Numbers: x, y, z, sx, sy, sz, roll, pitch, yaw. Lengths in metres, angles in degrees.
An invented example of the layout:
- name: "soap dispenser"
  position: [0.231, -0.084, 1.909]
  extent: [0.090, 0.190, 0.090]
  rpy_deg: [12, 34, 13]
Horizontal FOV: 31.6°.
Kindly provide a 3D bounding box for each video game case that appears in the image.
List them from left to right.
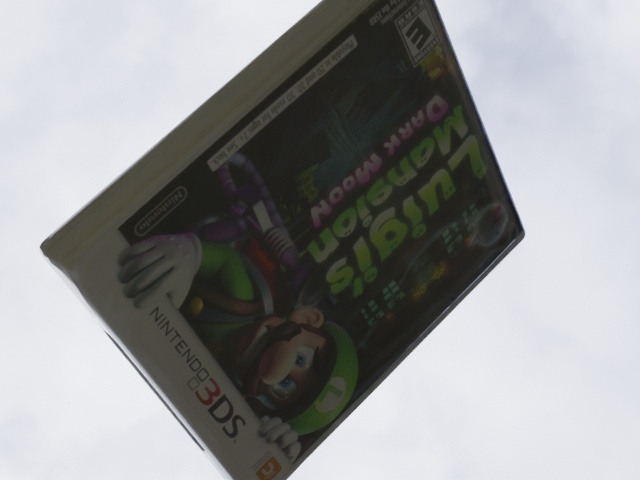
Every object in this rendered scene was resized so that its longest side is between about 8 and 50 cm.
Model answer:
- name: "video game case"
  position: [0.000, 0.000, 0.485]
  extent: [0.190, 0.173, 0.022]
  rpy_deg: [-44, -138, -16]
